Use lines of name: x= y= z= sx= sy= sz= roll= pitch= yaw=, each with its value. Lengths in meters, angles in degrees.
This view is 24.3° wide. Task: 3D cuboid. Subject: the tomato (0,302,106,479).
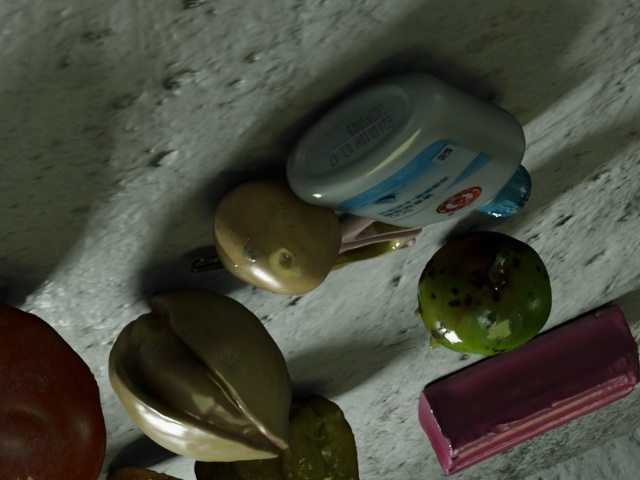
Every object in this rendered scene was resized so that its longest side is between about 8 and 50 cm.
tomato: x=-0.283 y=0.160 z=1.290 sx=0.188 sy=0.232 sz=0.232 roll=-36 pitch=163 yaw=-10

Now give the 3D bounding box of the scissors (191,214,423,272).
scissors: x=0.000 y=0.000 z=1.512 sx=0.317 sy=0.024 sz=0.160 roll=-10 pitch=158 yaw=-39

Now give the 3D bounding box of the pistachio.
pistachio: x=-0.114 y=0.144 z=1.504 sx=0.162 sy=0.181 sz=0.293 roll=-41 pitch=155 yaw=-5

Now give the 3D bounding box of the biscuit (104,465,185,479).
biscuit: x=-0.172 y=0.370 z=1.997 sx=0.254 sy=0.254 sz=0.035 roll=103 pitch=9 yaw=-66

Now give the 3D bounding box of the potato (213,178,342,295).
potato: x=-0.040 y=-0.005 z=1.330 sx=0.112 sy=0.112 sz=0.147 roll=-31 pitch=158 yaw=15

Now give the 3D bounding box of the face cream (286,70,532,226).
face cream: x=0.107 y=-0.070 z=1.372 sx=0.163 sy=0.080 sz=0.336 roll=-32 pitch=160 yaw=22

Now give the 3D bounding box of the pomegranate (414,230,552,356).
pomegranate: x=0.180 y=0.058 z=1.754 sx=0.156 sy=0.156 sz=0.220 roll=-19 pitch=-169 yaw=-18

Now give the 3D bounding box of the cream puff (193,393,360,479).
cream puff: x=-0.053 y=0.315 z=2.070 sx=0.244 sy=0.196 sz=0.244 roll=-20 pitch=-170 yaw=4

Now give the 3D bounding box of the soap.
soap: x=0.348 y=0.253 z=2.460 sx=0.359 sy=0.128 sz=0.233 roll=-23 pitch=162 yaw=-6
